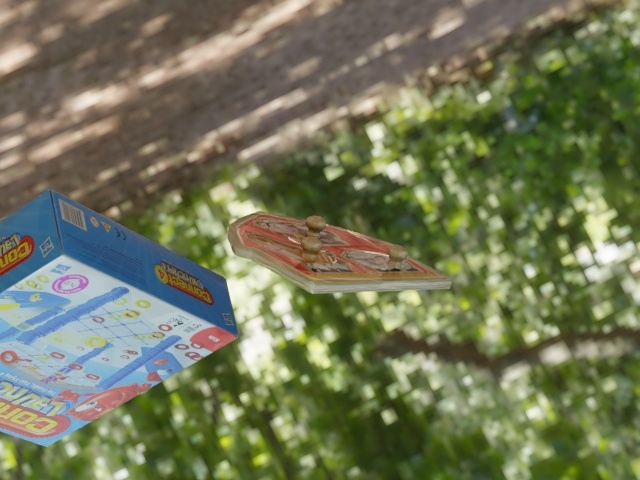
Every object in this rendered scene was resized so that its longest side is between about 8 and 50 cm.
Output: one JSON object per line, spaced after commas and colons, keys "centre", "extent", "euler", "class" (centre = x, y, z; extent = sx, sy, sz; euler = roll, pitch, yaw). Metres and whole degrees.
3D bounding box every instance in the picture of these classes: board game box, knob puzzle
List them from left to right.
{"centre": [-0.303, 0.098, 1.884], "extent": [0.302, 0.086, 0.308], "euler": [-31, 146, 23], "class": "board game box"}
{"centre": [0.000, 0.000, 1.558], "extent": [0.213, 0.030, 0.213], "euler": [11, -165, -3], "class": "knob puzzle"}
